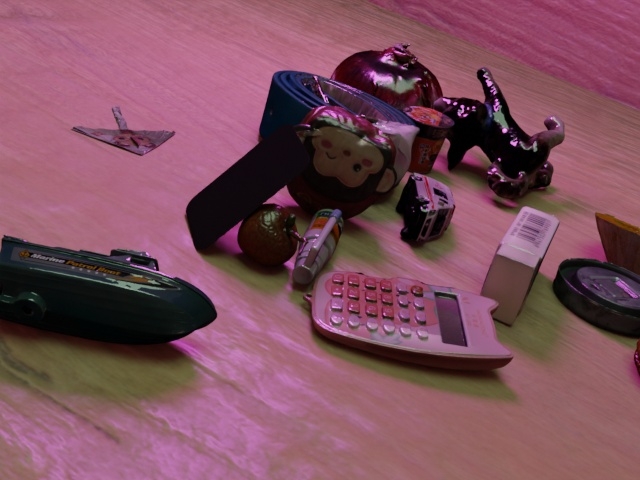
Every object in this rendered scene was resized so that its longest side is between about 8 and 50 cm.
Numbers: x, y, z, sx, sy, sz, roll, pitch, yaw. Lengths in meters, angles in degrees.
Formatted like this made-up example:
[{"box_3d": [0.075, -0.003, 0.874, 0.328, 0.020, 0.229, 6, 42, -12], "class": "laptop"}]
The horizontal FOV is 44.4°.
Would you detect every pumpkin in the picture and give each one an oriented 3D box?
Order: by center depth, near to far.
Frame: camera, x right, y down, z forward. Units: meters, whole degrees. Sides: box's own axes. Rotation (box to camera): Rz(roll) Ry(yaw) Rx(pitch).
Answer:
[{"box_3d": [0.680, 0.024, 1.688, 0.217, 0.110, 0.217, 14, 14, -4], "class": "pumpkin"}]

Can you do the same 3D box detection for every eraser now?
[{"box_3d": [0.367, 0.038, 1.453, 0.081, 0.124, 0.279, 23, 27, 16], "class": "eraser"}]

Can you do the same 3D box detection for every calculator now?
[{"box_3d": [0.133, 0.124, 1.257, 0.330, 0.048, 0.220, 12, 28, -3], "class": "calculator"}]

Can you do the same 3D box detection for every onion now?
[{"box_3d": [0.174, -0.408, 2.074, 0.314, 0.232, 0.314, 6, 31, -3], "class": "onion"}]

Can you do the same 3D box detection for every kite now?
[{"box_3d": [-0.421, -0.240, 1.684, 0.229, 0.012, 0.250, 0, 29, -30], "class": "kite"}]

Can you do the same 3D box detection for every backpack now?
[{"box_3d": [0.029, -0.142, 1.517, 0.229, 0.229, 0.139, 16, 25, 0], "class": "backpack"}]

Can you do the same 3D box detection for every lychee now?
[{"box_3d": [-0.076, -0.004, 1.316, 0.140, 0.101, 0.114, 5, 58, 16], "class": "lychee"}]

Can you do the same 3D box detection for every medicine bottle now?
[{"box_3d": [0.000, 0.000, 1.363, 0.061, 0.092, 0.220, 27, 28, -1], "class": "medicine bottle"}]

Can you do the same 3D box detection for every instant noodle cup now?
[{"box_3d": [0.245, -0.240, 1.900, 0.127, 0.135, 0.127, 12, 27, -6], "class": "instant noodle cup"}]

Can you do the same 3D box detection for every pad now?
[{"box_3d": [-0.137, -0.123, 1.429, 0.055, 0.250, 0.323, 49, 10, -19], "class": "pad"}]

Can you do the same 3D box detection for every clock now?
[{"box_3d": [0.562, 0.107, 1.514, 0.226, 0.049, 0.226, 12, 27, -6], "class": "clock"}]

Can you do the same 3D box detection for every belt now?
[{"box_3d": [0.039, -0.256, 1.783, 0.300, 0.173, 0.436, 1, 30, -32], "class": "belt"}]

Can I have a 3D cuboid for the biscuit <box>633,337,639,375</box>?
[{"box_3d": [0.632, 0.226, 1.307, 0.221, 0.066, 0.220, 10, 27, -5], "class": "biscuit"}]

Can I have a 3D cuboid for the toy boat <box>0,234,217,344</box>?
[{"box_3d": [-0.284, 0.071, 1.049, 0.296, 0.114, 0.122, 11, 36, -8], "class": "toy boat"}]

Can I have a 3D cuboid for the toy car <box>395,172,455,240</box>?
[{"box_3d": [0.222, -0.061, 1.605, 0.108, 0.089, 0.209, 19, 23, -6], "class": "toy car"}]

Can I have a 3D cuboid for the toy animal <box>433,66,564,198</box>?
[{"box_3d": [0.420, -0.251, 1.941, 0.344, 0.194, 0.303, 38, 47, 17], "class": "toy animal"}]
